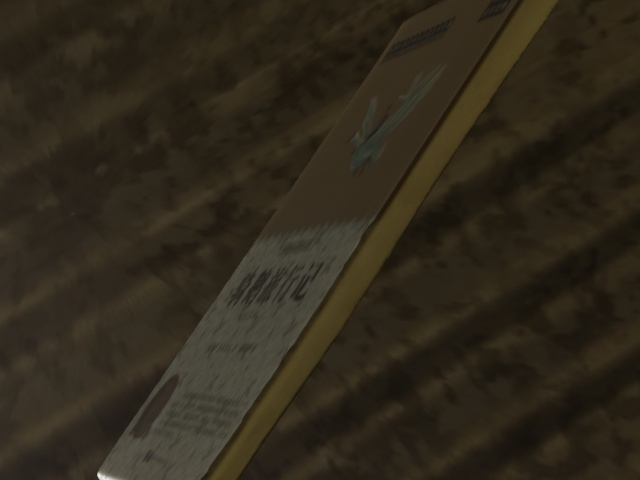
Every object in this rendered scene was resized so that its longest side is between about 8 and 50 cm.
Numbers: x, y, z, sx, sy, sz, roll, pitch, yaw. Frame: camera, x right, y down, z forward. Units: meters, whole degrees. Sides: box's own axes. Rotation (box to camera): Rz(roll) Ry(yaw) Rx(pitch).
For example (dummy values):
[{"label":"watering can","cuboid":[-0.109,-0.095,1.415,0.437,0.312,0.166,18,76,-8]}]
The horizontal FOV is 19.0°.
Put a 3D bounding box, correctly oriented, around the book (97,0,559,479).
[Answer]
[{"label":"book","cuboid":[0.000,0.000,0.953,0.021,0.217,0.310,36,-102,-11]}]
